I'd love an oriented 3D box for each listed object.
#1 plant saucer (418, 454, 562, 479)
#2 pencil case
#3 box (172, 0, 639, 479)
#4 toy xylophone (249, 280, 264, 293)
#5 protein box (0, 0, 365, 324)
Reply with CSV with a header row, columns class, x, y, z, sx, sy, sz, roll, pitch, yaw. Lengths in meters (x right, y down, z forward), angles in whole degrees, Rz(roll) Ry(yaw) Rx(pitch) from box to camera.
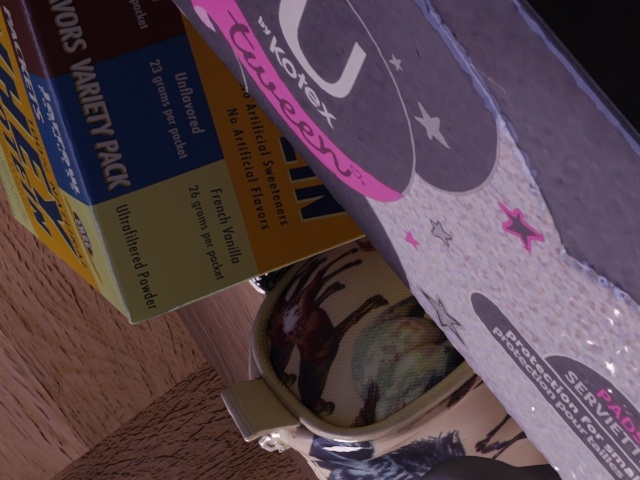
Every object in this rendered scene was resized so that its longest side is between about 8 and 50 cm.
class,x,y,z,sx,sy,sz,roll,pitch,yaw
plant saucer,0.198,0.206,0.672,0.400,0.100,0.400,46,167,14
pencil case,0.082,0.149,1.201,0.410,0.184,0.160,63,-177,-49
box,0.083,-0.051,0.502,0.247,0.142,0.163,52,159,10
toy xylophone,0.000,0.000,1.369,0.236,0.081,0.323,53,171,1
protein box,-0.026,-0.084,0.743,0.201,0.200,0.136,-151,43,-67
